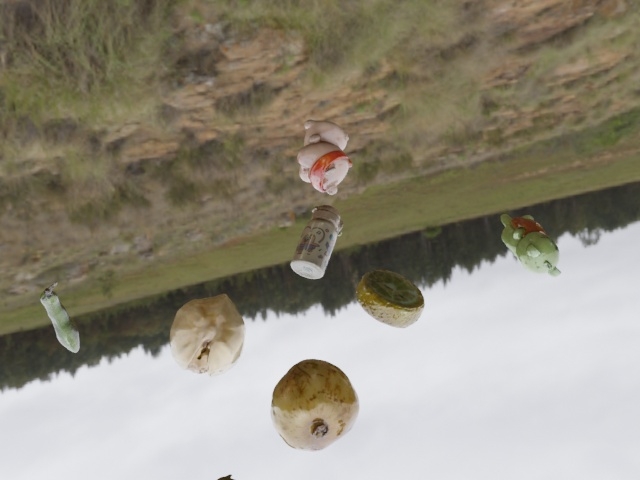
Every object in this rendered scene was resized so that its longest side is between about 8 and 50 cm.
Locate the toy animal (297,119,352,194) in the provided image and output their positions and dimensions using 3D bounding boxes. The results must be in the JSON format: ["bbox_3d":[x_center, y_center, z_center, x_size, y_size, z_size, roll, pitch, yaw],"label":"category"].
[{"bbox_3d":[0.011,-0.237,1.892,0.171,0.197,0.171,1,151,1],"label":"toy animal"}]

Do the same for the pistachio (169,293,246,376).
[{"bbox_3d":[-0.228,0.198,1.332,0.157,0.157,0.229,-7,152,-18],"label":"pistachio"}]

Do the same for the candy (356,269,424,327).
[{"bbox_3d":[0.254,0.211,2.393,0.260,0.118,0.260,15,-152,-8],"label":"candy"}]

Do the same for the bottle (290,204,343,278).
[{"bbox_3d":[0.000,0.000,1.839,0.110,0.209,0.097,30,150,-15],"label":"bottle"}]

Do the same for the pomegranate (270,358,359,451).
[{"bbox_3d":[-0.012,0.395,1.554,0.216,0.215,0.215,-6,-178,0],"label":"pomegranate"}]

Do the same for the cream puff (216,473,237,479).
[{"bbox_3d":[-0.329,0.948,2.187,0.291,0.257,0.324,4,-171,39],"label":"cream puff"}]

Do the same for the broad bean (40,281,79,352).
[{"bbox_3d":[-0.761,0.225,1.914,0.075,0.325,0.067,33,-123,30],"label":"broad bean"}]

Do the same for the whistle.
[{"bbox_3d":[0.566,0.002,1.796,0.106,0.131,0.288,-45,-154,16],"label":"whistle"}]
